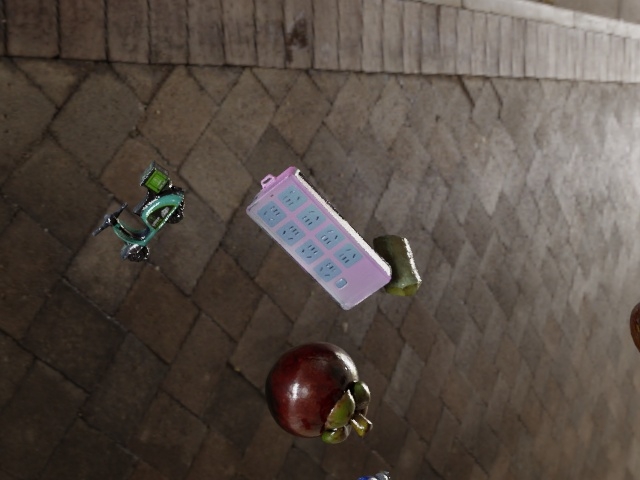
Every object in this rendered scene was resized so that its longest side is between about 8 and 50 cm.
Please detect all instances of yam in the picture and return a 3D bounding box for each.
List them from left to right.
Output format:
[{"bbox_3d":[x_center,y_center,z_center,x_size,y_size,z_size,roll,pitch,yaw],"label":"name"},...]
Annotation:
[{"bbox_3d":[0.138,0.048,1.400,0.070,0.070,0.146,44,25,-44],"label":"yam"}]

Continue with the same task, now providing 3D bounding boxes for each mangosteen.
[{"bbox_3d":[0.004,0.265,1.324,0.200,0.200,0.199,-8,100,-50],"label":"mangosteen"}]

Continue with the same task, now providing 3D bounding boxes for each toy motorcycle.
[{"bbox_3d":[-0.293,-0.040,1.287,0.100,0.058,0.173,36,106,-22],"label":"toy motorcycle"}]

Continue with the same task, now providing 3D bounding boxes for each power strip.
[{"bbox_3d":[0.000,0.000,1.299,0.279,0.109,0.037,46,23,-19],"label":"power strip"}]

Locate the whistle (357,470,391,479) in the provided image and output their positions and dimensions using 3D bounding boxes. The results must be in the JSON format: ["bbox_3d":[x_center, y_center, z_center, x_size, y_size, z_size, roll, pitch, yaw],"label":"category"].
[{"bbox_3d":[0.070,0.351,1.103,0.083,0.029,0.033,3,80,-42],"label":"whistle"}]

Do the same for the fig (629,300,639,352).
[{"bbox_3d":[0.657,0.204,1.348,0.146,0.274,0.170,-11,145,-15],"label":"fig"}]
